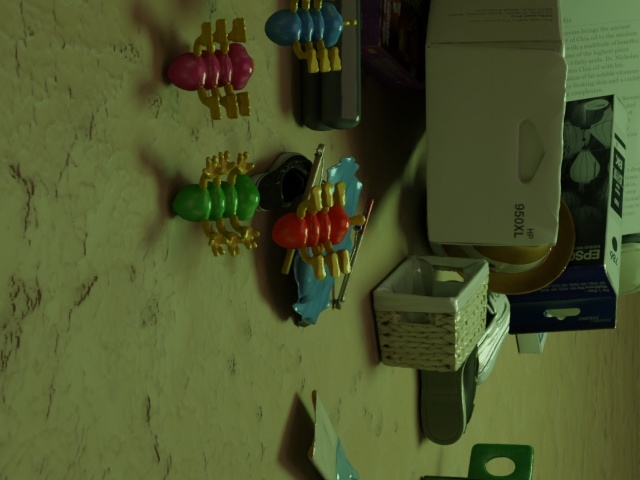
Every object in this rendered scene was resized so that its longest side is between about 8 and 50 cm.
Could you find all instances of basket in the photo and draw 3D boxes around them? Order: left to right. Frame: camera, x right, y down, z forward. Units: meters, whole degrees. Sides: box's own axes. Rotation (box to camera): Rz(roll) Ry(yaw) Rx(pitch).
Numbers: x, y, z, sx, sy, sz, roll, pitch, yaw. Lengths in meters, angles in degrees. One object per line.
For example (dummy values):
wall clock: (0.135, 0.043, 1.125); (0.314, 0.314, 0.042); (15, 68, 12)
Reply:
basket: (0.144, 0.092, 1.789); (0.167, 0.113, 0.103); (-37, 128, -63)

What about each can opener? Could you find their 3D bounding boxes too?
can opener: (-0.004, -0.257, 1.497); (0.093, 0.074, 0.280); (-7, 96, -34)

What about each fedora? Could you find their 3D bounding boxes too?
fedora: (0.251, -0.023, 1.858); (0.079, 0.194, 0.194); (112, -15, -72)

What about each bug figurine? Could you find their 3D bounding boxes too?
bug figurine: (-0.046, -0.101, 1.287); (0.216, 0.072, 0.279); (-7, 98, -41)

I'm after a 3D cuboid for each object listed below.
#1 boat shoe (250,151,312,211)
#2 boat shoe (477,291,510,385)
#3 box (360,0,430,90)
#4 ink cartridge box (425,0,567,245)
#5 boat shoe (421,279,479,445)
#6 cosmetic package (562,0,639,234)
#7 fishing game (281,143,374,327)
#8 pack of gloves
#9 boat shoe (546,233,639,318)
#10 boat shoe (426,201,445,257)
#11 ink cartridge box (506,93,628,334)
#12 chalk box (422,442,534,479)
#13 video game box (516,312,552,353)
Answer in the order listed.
boat shoe: (-0.033, -0.058, 1.433); (0.142, 0.040, 0.049); (-39, 125, -63)
boat shoe: (0.248, 0.107, 2.082); (0.076, 0.083, 0.226); (60, 40, -44)
box: (0.085, -0.349, 1.715); (0.201, 0.057, 0.293); (23, 69, -68)
ink cartridge box: (0.225, -0.215, 1.790); (0.395, 0.166, 0.285); (-79, 167, -55)
boat shoe: (0.177, 0.163, 1.921); (0.068, 0.081, 0.228); (-20, 115, -70)
cosmetic package: (0.383, -0.234, 2.192); (0.161, 0.230, 0.453); (-129, -146, -74)
fishing game: (0.000, 0.000, 1.497); (0.264, 0.041, 0.189); (27, 79, -74)
pack of gloves: (0.002, 0.307, 1.542); (0.232, 0.046, 0.195); (66, 20, -51)
boat shoe: (0.462, 0.040, 2.322); (0.319, 0.116, 0.099); (126, -17, -64)
boat shoe: (0.230, -0.024, 2.028); (0.302, 0.094, 0.109); (12, 78, -68)
ink cartridge box: (0.337, -0.037, 1.954); (0.065, 0.165, 0.333); (35, 55, -51)
chalk box: (0.241, 0.422, 1.938); (0.179, 0.180, 0.289); (41, 50, -63)
video game box: (0.374, 0.063, 2.462); (0.187, 0.048, 0.205); (-66, 149, -50)
